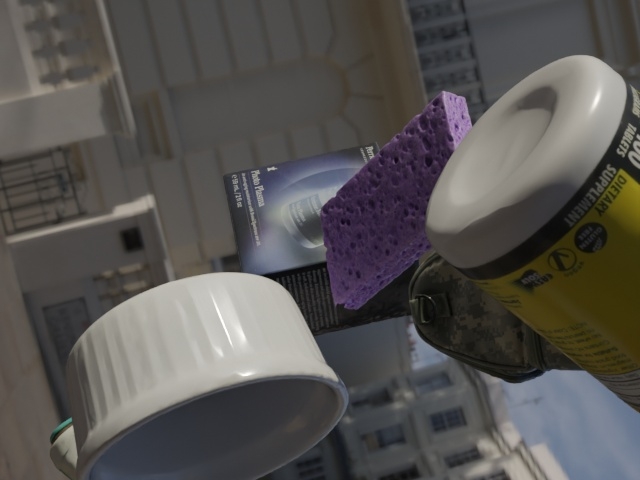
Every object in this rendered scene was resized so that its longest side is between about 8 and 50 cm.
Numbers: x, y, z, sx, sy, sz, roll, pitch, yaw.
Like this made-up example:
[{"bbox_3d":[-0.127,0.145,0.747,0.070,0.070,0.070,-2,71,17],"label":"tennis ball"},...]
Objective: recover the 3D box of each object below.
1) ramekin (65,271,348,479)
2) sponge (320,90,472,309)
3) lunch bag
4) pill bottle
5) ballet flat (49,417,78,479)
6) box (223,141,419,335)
[{"bbox_3d":[-0.123,0.152,0.976,0.277,0.277,0.135,90,-21,-58],"label":"ramekin"},{"bbox_3d":[0.072,-0.033,0.913,0.210,0.031,0.117,-43,-135,43],"label":"sponge"},{"bbox_3d":[0.278,0.048,1.208,0.305,0.256,0.213,-18,101,-57],"label":"lunch bag"},{"bbox_3d":[0.262,0.026,0.758,0.334,0.188,0.188,37,1,-15],"label":"pill bottle"},{"bbox_3d":[-0.212,0.248,1.459,0.139,0.400,0.139,44,-27,29],"label":"ballet flat"},{"bbox_3d":[0.000,0.000,1.682,0.296,0.293,0.183,-107,-173,-48],"label":"box"}]
